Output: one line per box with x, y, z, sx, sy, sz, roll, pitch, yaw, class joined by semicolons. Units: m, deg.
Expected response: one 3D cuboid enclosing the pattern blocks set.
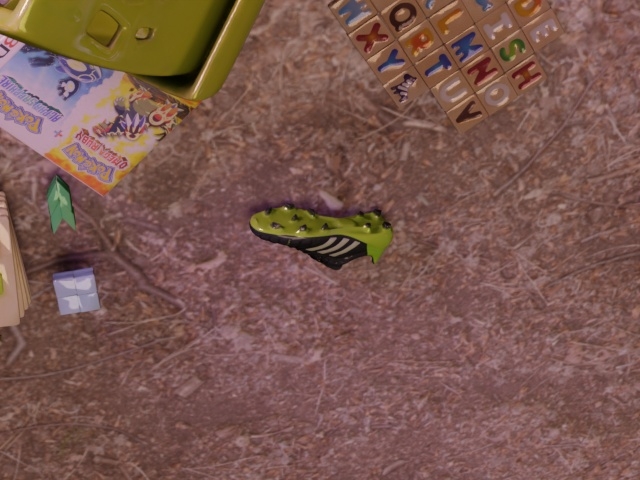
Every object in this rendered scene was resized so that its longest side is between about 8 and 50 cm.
-0.406;0.030;1.268;0.325;0.026;0.285;-18;120;-3;pattern blocks set

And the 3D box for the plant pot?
-0.163;-0.248;1.008;0.207;0.228;0.227;23;93;-40;plant pot

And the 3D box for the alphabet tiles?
0.148;-0.223;1.300;0.198;0.009;0.237;-33;129;8;alphabet tiles

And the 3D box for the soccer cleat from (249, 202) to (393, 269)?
0.000;0.000;1.393;0.179;0.060;0.072;3;127;-24;soccer cleat

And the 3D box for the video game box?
-0.230;-0.164;1.195;0.187;0.048;0.205;-41;128;17;video game box
